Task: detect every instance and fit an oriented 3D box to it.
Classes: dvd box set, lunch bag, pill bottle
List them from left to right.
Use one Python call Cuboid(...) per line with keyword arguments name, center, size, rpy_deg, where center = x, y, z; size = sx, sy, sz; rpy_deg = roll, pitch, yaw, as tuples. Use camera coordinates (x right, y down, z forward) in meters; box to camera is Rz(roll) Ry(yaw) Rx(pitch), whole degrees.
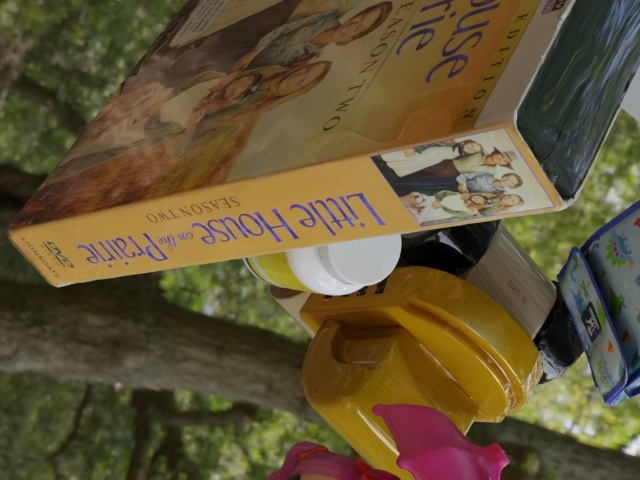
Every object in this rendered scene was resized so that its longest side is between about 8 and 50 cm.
Cuboid(name="pill bottle", center=(0.000, 0.000, 0.750), size=(0.116, 0.065, 0.065), rpy_deg=(5, -103, 65))
Cuboid(name="dvd box set", center=(0.016, -0.116, 0.764), size=(0.420, 0.062, 0.308), rpy_deg=(-8, -139, 46))
Cuboid(name="lunch bag", center=(0.270, 0.051, 1.038), size=(0.151, 0.096, 0.129), rpy_deg=(-43, -126, 44))

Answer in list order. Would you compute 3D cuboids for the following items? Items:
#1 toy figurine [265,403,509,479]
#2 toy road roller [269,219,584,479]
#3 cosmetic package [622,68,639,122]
Cuboid(name="toy figurine", center=(0.003, 0.133, 0.470), size=(0.173, 0.130, 0.159), rpy_deg=(10, -123, 33))
Cuboid(name="toy road roller", center=(0.061, 0.095, 1.152), size=(0.329, 0.202, 0.241), rpy_deg=(-9, -140, 54))
Cuboid(name="cosmetic package", center=(0.340, -0.194, 0.955), size=(0.284, 0.377, 0.097), rpy_deg=(-34, 153, -22))
